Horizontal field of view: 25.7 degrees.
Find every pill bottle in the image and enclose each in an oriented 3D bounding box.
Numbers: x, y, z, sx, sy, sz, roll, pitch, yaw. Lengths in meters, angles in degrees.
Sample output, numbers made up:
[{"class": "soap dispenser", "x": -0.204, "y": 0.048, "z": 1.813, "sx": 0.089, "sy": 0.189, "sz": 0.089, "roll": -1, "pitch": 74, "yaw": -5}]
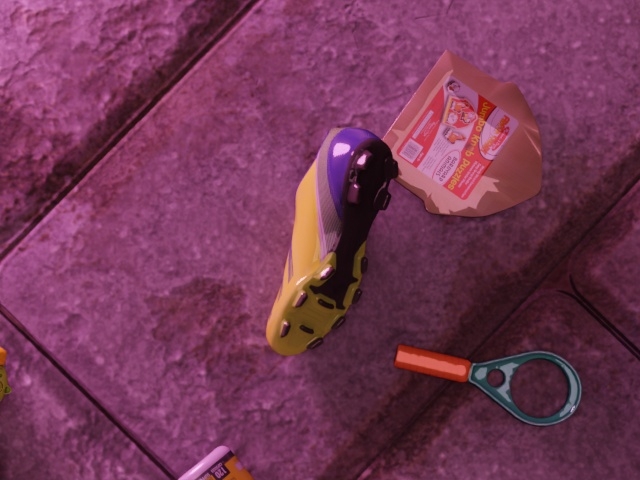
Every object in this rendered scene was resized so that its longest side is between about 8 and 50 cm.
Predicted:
[{"class": "pill bottle", "x": -0.095, "y": 0.340, "z": 1.647, "sx": 0.103, "sy": 0.103, "sz": 0.184, "roll": -40, "pitch": 86, "yaw": -4}]

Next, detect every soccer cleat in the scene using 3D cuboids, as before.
[{"class": "soccer cleat", "x": 0.001, "y": 0.000, "z": 1.701, "sx": 0.093, "sy": 0.121, "sz": 0.289, "roll": 16, "pitch": 99, "yaw": -40}]

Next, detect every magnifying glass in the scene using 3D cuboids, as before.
[{"class": "magnifying glass", "x": 0.204, "y": 0.165, "z": 1.709, "sx": 0.231, "sy": 0.026, "sz": 0.092, "roll": 13, "pitch": 84, "yaw": 1}]

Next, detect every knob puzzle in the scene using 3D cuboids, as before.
[{"class": "knob puzzle", "x": 0.186, "y": -0.112, "z": 1.733, "sx": 0.213, "sy": 0.030, "sz": 0.213, "roll": 0, "pitch": 84, "yaw": -1}]

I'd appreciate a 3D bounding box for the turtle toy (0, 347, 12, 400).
[{"class": "turtle toy", "x": -0.430, "y": 0.163, "z": 1.678, "sx": 0.130, "sy": 0.066, "sz": 0.095, "roll": 15, "pitch": 84, "yaw": 1}]
